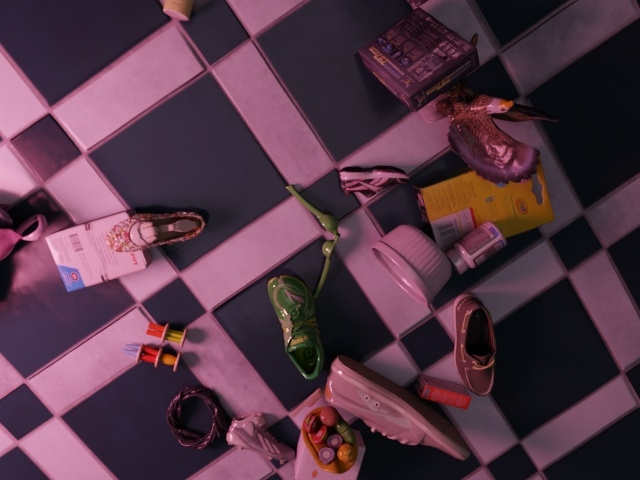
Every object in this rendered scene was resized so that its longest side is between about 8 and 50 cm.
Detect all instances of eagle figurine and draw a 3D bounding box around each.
[{"bbox_3d":[0.405,-0.299,1.264,0.298,0.225,0.226,37,113,-23],"label":"eagle figurine"}]

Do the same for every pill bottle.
[{"bbox_3d":[0.382,0.020,1.299,0.137,0.078,0.078,-36,103,4],"label":"pill bottle"}]

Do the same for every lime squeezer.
[{"bbox_3d":[0.000,0.000,1.360,0.110,0.059,0.310,-14,103,-3],"label":"lime squeezer"}]

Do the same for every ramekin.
[{"bbox_3d":[0.235,0.054,1.324,0.109,0.207,0.207,-43,103,-6],"label":"ramekin"}]

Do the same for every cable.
[{"bbox_3d":[-0.343,0.480,1.432,0.150,0.047,0.184,-21,105,4],"label":"cable"}]

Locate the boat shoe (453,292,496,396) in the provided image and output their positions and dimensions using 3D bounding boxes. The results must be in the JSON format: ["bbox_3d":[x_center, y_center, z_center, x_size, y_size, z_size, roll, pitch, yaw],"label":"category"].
[{"bbox_3d":[0.430,0.301,1.447,0.109,0.091,0.305,-11,102,-3],"label":"boat shoe"}]

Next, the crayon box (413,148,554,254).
[{"bbox_3d":[0.422,-0.095,1.358,0.318,0.081,0.202,-18,104,-1],"label":"crayon box"}]

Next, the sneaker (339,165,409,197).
[{"bbox_3d":[0.137,-0.148,1.346,0.178,0.072,0.077,1,113,2],"label":"sneaker"}]

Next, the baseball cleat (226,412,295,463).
[{"bbox_3d":[-0.152,0.541,1.447,0.206,0.072,0.109,22,83,-19],"label":"baseball cleat"}]

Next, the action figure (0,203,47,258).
[{"bbox_3d":[-0.847,0.070,1.247,0.275,0.248,0.370,12,100,-36],"label":"action figure"}]

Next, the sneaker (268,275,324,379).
[{"bbox_3d":[-0.051,0.227,1.366,0.109,0.123,0.296,-21,102,-1],"label":"sneaker"}]

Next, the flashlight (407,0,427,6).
[{"bbox_3d":[0.328,-0.680,1.239,0.304,0.103,0.103,-36,134,-2],"label":"flashlight"}]

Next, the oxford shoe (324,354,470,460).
[{"bbox_3d":[0.200,0.474,1.424,0.449,0.169,0.130,31,94,-4],"label":"oxford shoe"}]

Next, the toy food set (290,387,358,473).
[{"bbox_3d":[0.021,0.505,1.386,0.128,0.071,0.218,-27,71,-27],"label":"toy food set"}]

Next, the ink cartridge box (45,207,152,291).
[{"bbox_3d":[-0.538,0.021,1.292,0.203,0.086,0.148,-16,102,-3],"label":"ink cartridge box"}]

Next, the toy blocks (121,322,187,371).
[{"bbox_3d":[-0.435,0.269,1.370,0.148,0.054,0.123,16,100,-8],"label":"toy blocks"}]

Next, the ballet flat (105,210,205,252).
[{"bbox_3d":[-0.384,-0.029,1.249,0.241,0.077,0.091,-18,99,-36],"label":"ballet flat"}]

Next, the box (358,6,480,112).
[{"bbox_3d":[0.223,-0.424,1.217,0.183,0.233,0.059,-36,142,1],"label":"box"}]

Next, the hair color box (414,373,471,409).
[{"bbox_3d":[0.343,0.425,1.474,0.141,0.072,0.043,18,99,-8],"label":"hair color box"}]

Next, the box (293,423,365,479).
[{"bbox_3d":[0.023,0.598,1.465,0.170,0.091,0.130,13,100,-9],"label":"box"}]

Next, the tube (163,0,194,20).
[{"bbox_3d":[-0.303,-0.633,1.200,0.070,0.062,0.240,11,97,-49],"label":"tube"}]
